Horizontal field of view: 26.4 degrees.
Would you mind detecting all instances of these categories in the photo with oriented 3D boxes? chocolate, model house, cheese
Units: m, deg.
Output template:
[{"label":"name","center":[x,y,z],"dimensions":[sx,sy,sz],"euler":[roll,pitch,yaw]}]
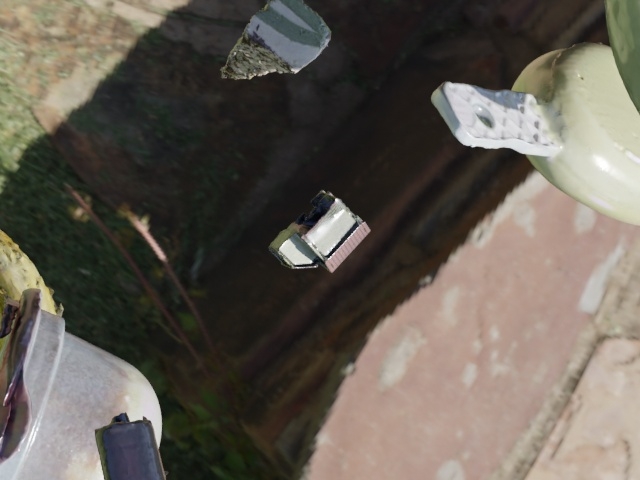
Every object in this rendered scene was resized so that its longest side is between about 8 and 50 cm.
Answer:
[{"label":"chocolate","center":[-0.198,0.146,1.059],"dimensions":[0.147,0.221,0.221],"euler":[15,97,-9]},{"label":"model house","center":[0.000,0.000,1.355],"dimensions":[0.058,0.057,0.083],"euler":[44,82,-23]},{"label":"cheese","center":[0.140,-0.067,0.804],"dimensions":[0.054,0.127,0.252],"euler":[-39,157,31]}]

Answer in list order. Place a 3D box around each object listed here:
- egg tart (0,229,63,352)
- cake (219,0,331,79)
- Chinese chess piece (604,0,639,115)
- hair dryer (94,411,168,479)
[{"label":"egg tart","center":[-0.421,0.105,1.720],"dimensions":[0.107,0.291,0.290],"euler":[-27,123,-60]},{"label":"cake","center":[-0.049,-0.153,1.037],"dimensions":[0.055,0.140,0.051],"euler":[44,73,-22]},{"label":"Chinese chess piece","center":[0.269,-0.123,0.688],"dimensions":[0.250,0.101,0.250],"euler":[2,71,-7]},{"label":"hair dryer","center":[-0.088,0.220,0.759],"dimensions":[0.089,0.197,0.251],"euler":[-15,77,-8]}]
